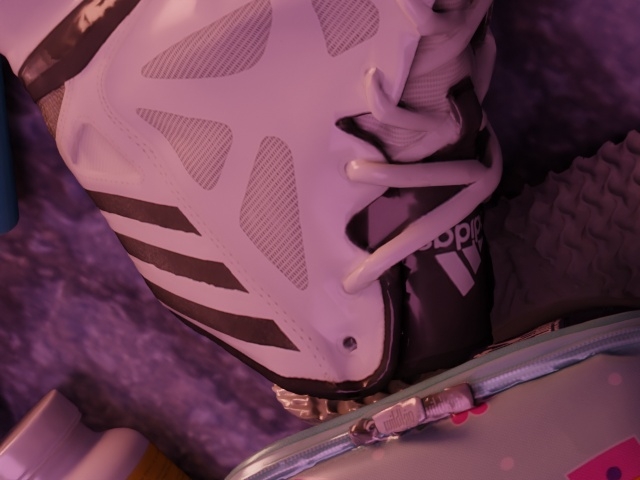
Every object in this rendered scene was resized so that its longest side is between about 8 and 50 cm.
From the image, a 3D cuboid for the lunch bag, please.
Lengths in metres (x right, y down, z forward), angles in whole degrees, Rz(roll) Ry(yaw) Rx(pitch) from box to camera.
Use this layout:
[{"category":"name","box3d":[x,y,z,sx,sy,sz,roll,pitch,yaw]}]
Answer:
[{"category":"lunch bag","box3d":[0.088,0.136,0.737,0.224,0.107,0.279,-22,150,17]}]

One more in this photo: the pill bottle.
[{"category":"pill bottle","box3d":[-0.112,0.175,0.991,0.184,0.103,0.103,44,127,-7]}]

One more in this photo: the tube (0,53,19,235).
[{"category":"tube","box3d":[-0.197,-0.101,0.891,0.080,0.052,0.207,5,117,15]}]

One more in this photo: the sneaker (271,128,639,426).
[{"category":"sneaker","box3d":[0.136,0.044,0.812,0.293,0.102,0.146,-20,136,19]}]

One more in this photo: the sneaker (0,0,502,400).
[{"category":"sneaker","box3d":[0.055,-0.094,0.677,0.447,0.169,0.257,-30,90,44]}]
